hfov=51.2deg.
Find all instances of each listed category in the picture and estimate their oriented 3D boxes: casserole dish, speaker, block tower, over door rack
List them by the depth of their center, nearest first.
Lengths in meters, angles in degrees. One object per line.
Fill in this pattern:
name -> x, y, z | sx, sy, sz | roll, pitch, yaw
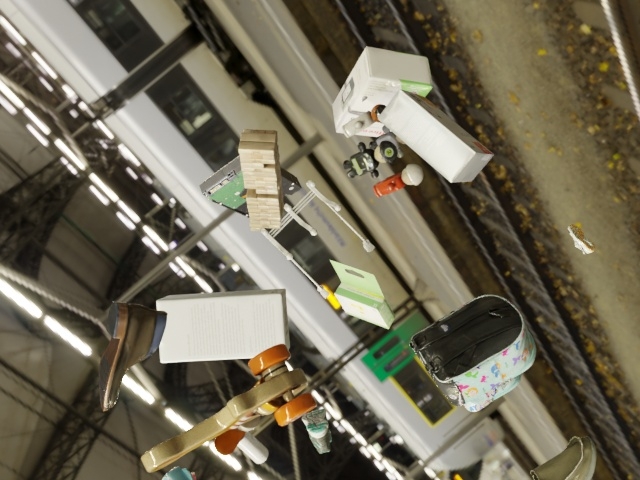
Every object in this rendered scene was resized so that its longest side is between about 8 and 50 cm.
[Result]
casserole dish -> -0.306, 0.561, 1.379 | 0.037, 0.189, 0.114 | 7, -165, -42
block tower -> -0.153, -0.158, 1.794 | 0.336, 0.097, 0.091 | 92, -178, -55
speaker -> -0.216, 0.629, 2.054 | 0.136, 0.055, 0.055 | 55, 177, -35
over door rack -> 0.000, 0.000, 2.152 | 0.324, 0.239, 0.108 | 46, 175, -13

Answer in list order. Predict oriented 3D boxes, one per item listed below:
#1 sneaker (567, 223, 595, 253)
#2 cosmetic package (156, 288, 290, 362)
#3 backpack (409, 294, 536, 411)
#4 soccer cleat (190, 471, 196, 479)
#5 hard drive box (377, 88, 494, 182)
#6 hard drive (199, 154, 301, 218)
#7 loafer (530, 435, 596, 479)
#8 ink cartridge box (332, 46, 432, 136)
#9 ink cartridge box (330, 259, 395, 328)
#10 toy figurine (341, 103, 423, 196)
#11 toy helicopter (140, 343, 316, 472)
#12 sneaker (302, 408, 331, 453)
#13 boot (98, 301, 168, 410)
sneaker -> 0.618, 0.000, 1.605 | 0.083, 0.032, 0.037 | 51, 155, 6
cosmetic package -> -0.347, 0.305, 2.423 | 0.161, 0.452, 0.230 | -46, -47, -86
backpack -> 0.372, 0.257, 1.572 | 0.191, 0.253, 0.225 | 52, -177, -29
soccer cleat -> -0.531, 0.927, 2.474 | 0.248, 0.083, 0.095 | 17, -110, -75
hard drive box -> 0.271, -0.241, 1.562 | 0.232, 0.089, 0.181 | 44, -158, 16
hard drive -> -0.245, -0.194, 2.401 | 0.339, 0.236, 0.064 | 23, -143, -61
loafer -> 0.526, 0.541, 1.504 | 0.087, 0.251, 0.094 | 33, 180, -3
ink cartridge box -> 0.175, -0.425, 1.968 | 0.273, 0.198, 0.115 | 127, 142, -58
ink cartridge box -> 0.119, 0.168, 2.049 | 0.171, 0.056, 0.235 | 18, 154, 36
toy figurine -> 0.169, -0.243, 1.782 | 0.213, 0.148, 0.210 | 30, -131, -43
toy helicopter -> -0.187, 0.357, 1.338 | 0.140, 0.355, 0.235 | 60, 162, 14
sneaker -> -0.005, 0.457, 1.600 | 0.166, 0.064, 0.076 | -102, -4, -85
boot -> -0.363, 0.227, 1.293 | 0.106, 0.219, 0.082 | 6, -166, -32
